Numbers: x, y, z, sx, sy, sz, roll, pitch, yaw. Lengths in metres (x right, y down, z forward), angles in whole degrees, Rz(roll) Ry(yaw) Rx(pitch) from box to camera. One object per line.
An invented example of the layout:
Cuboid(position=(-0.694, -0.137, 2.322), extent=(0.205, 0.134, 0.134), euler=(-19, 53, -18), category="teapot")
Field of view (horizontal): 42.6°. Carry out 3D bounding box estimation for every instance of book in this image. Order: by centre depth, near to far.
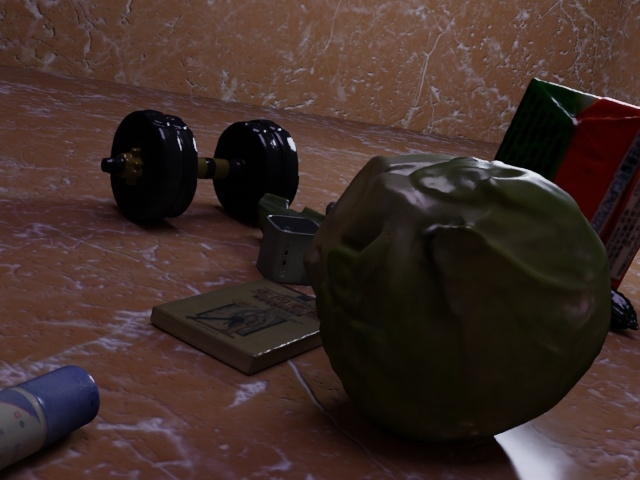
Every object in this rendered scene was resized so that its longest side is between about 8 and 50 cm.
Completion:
Cuboid(position=(-0.076, 0.099, 1.032), extent=(0.161, 0.026, 0.231), euler=(22, 18, 28), category="book")

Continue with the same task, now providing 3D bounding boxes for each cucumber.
Cuboid(position=(0.435, 0.077, 1.431), extent=(0.072, 0.072, 0.300), euler=(0, 21, -38), category="cucumber")

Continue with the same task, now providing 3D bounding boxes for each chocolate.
Cuboid(position=(0.490, -0.100, 1.609), extent=(0.162, 0.360, 0.341), euler=(17, 11, -36), category="chocolate")

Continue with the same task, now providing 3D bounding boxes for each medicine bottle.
Cuboid(position=(-0.269, 0.155, 0.630), extent=(0.059, 0.059, 0.231), euler=(20, 18, 22), category="medicine bottle")

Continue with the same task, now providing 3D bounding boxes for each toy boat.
Cuboid(position=(0.000, 0.000, 1.319), extent=(0.293, 0.093, 0.055), euler=(24, 37, 34), category="toy boat")

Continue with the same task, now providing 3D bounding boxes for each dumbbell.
Cuboid(position=(-0.197, -0.125, 1.418), extent=(0.388, 0.185, 0.185), euler=(-3, 22, -43), category="dumbbell")

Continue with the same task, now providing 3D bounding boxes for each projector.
Cuboid(position=(-0.044, 0.013, 1.246), extent=(0.083, 0.082, 0.083), euler=(6, 18, -23), category="projector")

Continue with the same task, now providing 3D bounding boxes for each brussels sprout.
Cuboid(position=(0.141, 0.065, 0.865), extent=(0.328, 0.327, 0.247), euler=(8, 8, -16), category="brussels sprout")

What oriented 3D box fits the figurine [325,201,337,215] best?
Cuboid(position=(0.120, -0.042, 1.462), extent=(0.145, 0.145, 0.222), euler=(24, 24, 33), category="figurine")
